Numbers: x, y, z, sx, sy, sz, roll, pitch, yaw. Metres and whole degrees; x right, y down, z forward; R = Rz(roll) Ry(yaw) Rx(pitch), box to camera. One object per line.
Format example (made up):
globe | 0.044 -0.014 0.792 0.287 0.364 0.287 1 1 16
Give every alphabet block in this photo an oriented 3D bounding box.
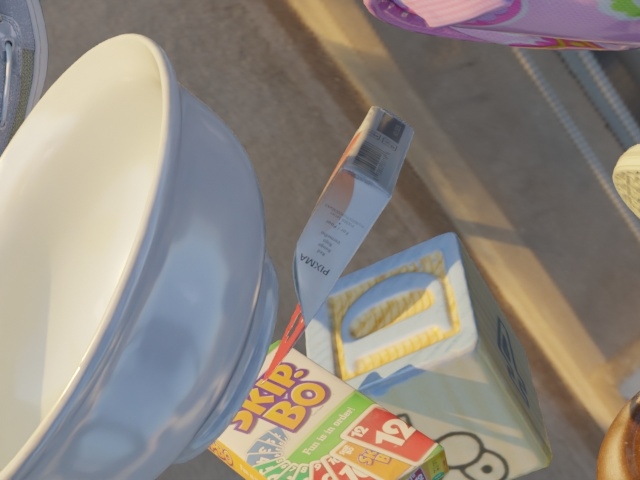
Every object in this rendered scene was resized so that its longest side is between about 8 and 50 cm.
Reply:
alphabet block | 0.110 0.144 1.470 0.192 0.193 0.197 -22 125 15

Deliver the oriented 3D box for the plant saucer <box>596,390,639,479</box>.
plant saucer | 0.313 0.170 1.108 0.198 0.198 0.036 -39 134 -6

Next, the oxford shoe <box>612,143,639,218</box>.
oxford shoe | 0.433 -0.054 1.251 0.130 0.449 0.169 -42 110 -11

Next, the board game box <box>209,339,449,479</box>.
board game box | -0.020 0.165 1.204 0.124 0.259 0.039 -29 122 -26

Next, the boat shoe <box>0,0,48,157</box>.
boat shoe | -0.329 -0.135 1.291 0.118 0.103 0.320 9 104 23

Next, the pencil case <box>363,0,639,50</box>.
pencil case | 0.067 -0.188 0.327 0.124 0.124 0.284 1 91 -15

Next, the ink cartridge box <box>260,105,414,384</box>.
ink cartridge box | 0.000 0.000 1.016 0.045 0.145 0.179 34 114 -4

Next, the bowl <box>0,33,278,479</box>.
bowl | -0.118 0.042 0.803 0.134 0.298 0.298 28 91 -28
